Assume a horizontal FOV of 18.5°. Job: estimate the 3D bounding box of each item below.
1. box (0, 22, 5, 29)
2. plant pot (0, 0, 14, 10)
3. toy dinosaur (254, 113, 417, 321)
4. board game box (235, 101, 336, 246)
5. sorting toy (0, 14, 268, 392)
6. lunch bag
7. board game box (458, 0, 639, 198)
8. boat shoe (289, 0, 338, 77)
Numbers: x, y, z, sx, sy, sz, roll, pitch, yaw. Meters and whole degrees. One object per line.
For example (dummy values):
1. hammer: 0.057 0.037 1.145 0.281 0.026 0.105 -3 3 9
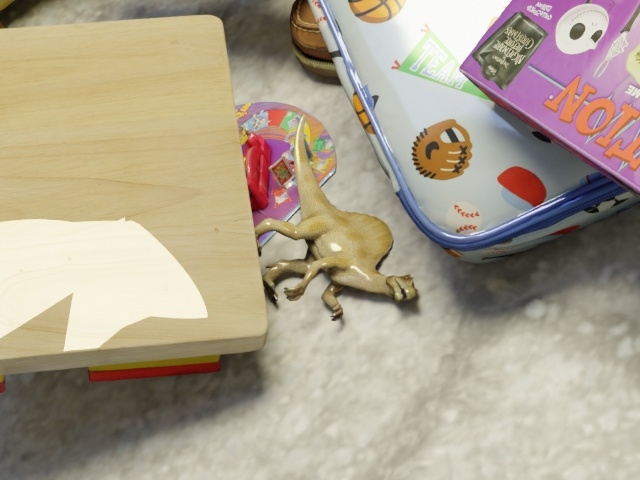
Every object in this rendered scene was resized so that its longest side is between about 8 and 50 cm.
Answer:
1. box: -0.419 -0.076 1.557 0.381 0.143 0.191 -1 53 29
2. plant pot: -0.287 -0.300 1.619 0.239 0.254 0.254 -48 45 7
3. toy dinosaur: 0.000 0.000 1.343 0.093 0.053 0.183 -24 51 -14
4. board game box: -0.074 -0.046 1.421 0.168 0.033 0.133 -45 47 -13
5. sorting toy: -0.180 -0.017 1.333 0.257 0.089 0.255 -5 60 -8
6. lunch bag: 0.127 -0.153 1.270 0.243 0.115 0.303 -24 76 11
7. board game box: 0.245 -0.099 1.065 0.208 0.056 0.347 -55 43 4
8. boat shoe: 0.110 -0.205 1.407 0.307 0.104 0.110 -14 48 17
